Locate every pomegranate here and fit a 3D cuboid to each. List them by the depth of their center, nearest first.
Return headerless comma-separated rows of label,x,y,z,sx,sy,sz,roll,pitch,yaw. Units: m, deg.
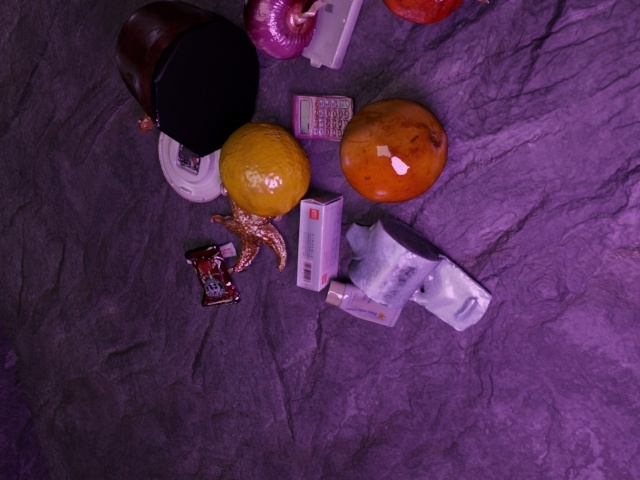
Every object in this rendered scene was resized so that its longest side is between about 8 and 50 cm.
pomegranate,0.170,-0.216,1.078,0.264,0.264,0.265,8,108,26

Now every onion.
onion,-0.110,-0.583,1.146,0.200,0.200,0.207,45,137,10

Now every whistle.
whistle,0.252,0.087,1.192,0.404,0.188,0.168,25,114,-17

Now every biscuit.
biscuit,-0.384,0.126,1.575,0.151,0.063,0.236,-9,107,24

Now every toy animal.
toy animal,-0.520,-0.444,1.473,0.057,0.099,0.241,50,121,7

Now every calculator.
calculator,0.004,-0.345,1.259,0.190,0.034,0.127,9,108,20

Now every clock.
clock,-0.416,-0.282,1.476,0.318,0.080,0.319,9,108,27

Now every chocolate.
chocolate,-0.402,-0.482,1.254,0.331,0.383,0.384,31,117,21

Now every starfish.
starfish,-0.241,-0.033,1.438,0.311,0.113,0.304,19,112,20

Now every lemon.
lemon,-0.158,-0.206,1.257,0.253,0.253,0.311,-43,59,30

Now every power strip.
power strip,0.036,-0.588,1.163,0.118,0.046,0.271,32,118,21

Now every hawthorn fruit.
hawthorn fruit,0.258,-0.567,0.972,0.243,0.207,0.208,35,118,11

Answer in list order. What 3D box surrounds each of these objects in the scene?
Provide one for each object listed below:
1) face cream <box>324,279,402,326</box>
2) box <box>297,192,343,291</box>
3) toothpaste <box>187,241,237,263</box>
face cream,0.128,0.179,1.303,0.224,0.070,0.114,18,114,-1
box,0.000,0.000,1.302,0.079,0.135,0.270,13,111,24
toothpaste,-0.388,0.051,1.586,0.218,0.033,0.052,-14,106,27
